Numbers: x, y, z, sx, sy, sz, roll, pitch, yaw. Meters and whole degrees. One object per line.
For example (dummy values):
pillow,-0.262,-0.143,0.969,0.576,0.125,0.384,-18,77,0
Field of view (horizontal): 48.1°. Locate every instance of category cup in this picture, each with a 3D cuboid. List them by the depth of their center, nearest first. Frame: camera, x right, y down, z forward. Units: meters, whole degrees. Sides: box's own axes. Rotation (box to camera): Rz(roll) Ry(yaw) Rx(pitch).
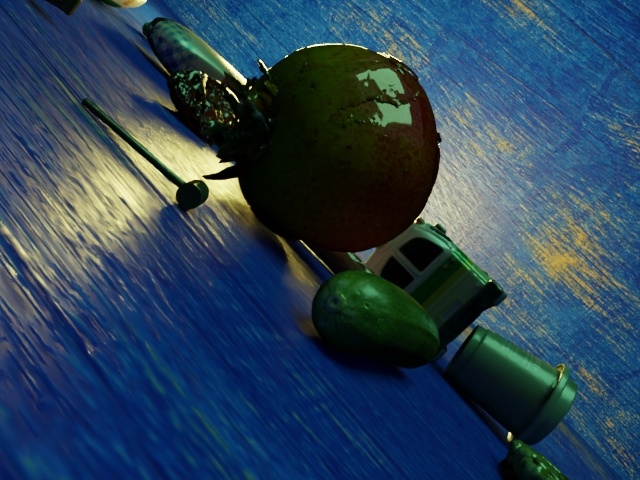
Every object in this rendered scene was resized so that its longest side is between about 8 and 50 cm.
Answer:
cup,0.234,0.177,0.900,0.141,0.120,0.120,37,5,7

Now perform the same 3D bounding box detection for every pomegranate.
pomegranate,0.005,-0.091,0.700,0.235,0.210,0.210,8,29,-36

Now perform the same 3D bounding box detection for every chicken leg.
chicken leg,-0.127,-0.147,0.889,0.205,0.053,0.093,15,54,-64

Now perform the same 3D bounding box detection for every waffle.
waffle,0.252,0.270,0.652,0.208,0.054,0.214,41,1,-7

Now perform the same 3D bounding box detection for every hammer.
hammer,-0.127,-0.062,0.511,0.110,0.019,0.035,40,7,-5

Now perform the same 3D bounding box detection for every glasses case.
glasses case,-0.146,-0.229,1.140,0.327,0.076,0.125,40,10,-40

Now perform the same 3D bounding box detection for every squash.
squash,0.053,0.071,0.598,0.066,0.066,0.229,48,5,25

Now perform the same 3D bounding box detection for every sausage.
sausage,0.000,0.000,0.836,0.158,0.042,0.036,44,44,4

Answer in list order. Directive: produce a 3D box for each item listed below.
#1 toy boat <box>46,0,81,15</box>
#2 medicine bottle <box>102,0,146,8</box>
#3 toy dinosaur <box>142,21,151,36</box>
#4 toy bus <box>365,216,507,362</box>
toy boat,-0.279,-0.262,0.645,0.149,0.047,0.049,41,21,-15
medicine bottle,-0.320,-0.407,1.075,0.095,0.095,0.260,45,5,-4
toy dinosaur,-0.261,-0.338,1.228,0.096,0.059,0.132,33,2,-24
toy bus,0.148,0.053,0.987,0.165,0.133,0.276,46,6,4
